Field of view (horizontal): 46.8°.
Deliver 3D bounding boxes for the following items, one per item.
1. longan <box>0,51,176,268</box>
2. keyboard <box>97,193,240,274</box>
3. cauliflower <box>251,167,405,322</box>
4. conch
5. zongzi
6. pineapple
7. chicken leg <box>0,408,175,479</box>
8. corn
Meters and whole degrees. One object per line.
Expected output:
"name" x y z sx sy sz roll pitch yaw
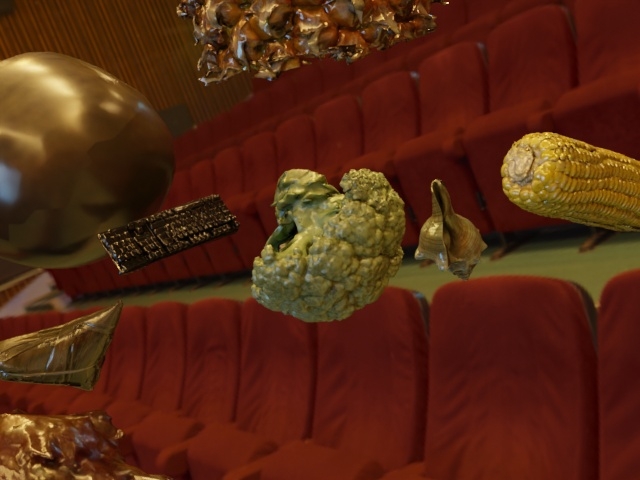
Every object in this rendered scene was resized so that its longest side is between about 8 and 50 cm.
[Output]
"longan" -0.419 -0.129 1.184 0.405 0.336 0.404 -5 28 3
"keyboard" -0.212 -0.015 1.073 0.231 0.072 0.023 -25 -11 -48
"cauliflower" 0.000 0.000 1.195 0.275 0.250 0.272 -25 -27 -1
"conch" 0.230 0.005 1.390 0.114 0.234 0.137 -9 59 42
"zongzi" -0.405 0.141 1.098 0.189 0.178 0.081 12 34 -29
"pineapple" -0.028 -0.359 0.896 0.353 0.300 0.352 -15 24 7
"chicken leg" -0.051 0.172 0.395 0.305 0.093 0.113 25 40 15
"corn" 0.243 -0.047 0.658 0.203 0.071 0.072 8 -10 -33
